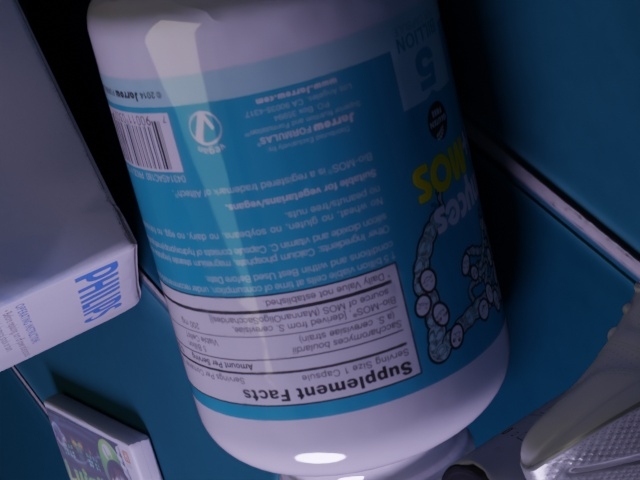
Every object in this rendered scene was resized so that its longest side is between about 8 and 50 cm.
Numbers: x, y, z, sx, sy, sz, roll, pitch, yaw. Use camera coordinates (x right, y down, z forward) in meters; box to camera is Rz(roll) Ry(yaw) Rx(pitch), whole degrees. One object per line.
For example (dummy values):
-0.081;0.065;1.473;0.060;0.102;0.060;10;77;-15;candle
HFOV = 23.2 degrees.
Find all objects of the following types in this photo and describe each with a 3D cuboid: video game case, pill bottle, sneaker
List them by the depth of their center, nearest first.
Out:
0.123;0.026;0.499;0.061;0.152;0.054;53;180;42;sneaker
0.000;0.000;0.684;0.146;0.146;0.264;18;126;57;pill bottle
-0.167;0.225;1.313;0.190;0.022;0.173;11;120;59;video game case

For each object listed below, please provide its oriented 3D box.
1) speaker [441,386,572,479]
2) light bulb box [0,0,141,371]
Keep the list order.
0.111;0.069;0.547;0.055;0.136;0.055;43;150;34;speaker
-0.350;-0.054;1.002;0.358;0.361;0.225;63;169;7;light bulb box
